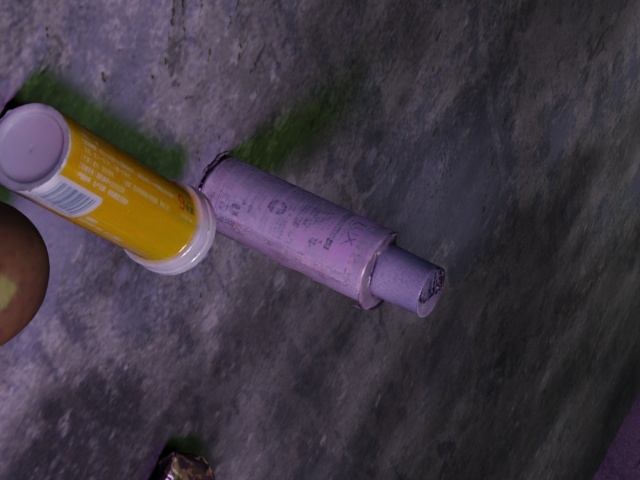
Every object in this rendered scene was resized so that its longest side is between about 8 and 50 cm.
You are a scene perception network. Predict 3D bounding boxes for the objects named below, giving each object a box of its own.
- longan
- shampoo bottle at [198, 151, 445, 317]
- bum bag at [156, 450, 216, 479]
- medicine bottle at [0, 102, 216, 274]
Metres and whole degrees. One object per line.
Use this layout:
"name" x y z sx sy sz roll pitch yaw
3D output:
"longan" -0.220 0.025 0.940 0.113 0.092 0.113 22 90 -89
"shampoo bottle" 0.000 0.000 1.220 0.072 0.214 0.072 -47 152 -35
"bum bag" -0.158 0.315 1.377 0.102 0.069 0.248 32 83 -30
"medicine bottle" -0.150 -0.035 1.053 0.074 0.074 0.218 -63 155 -4
